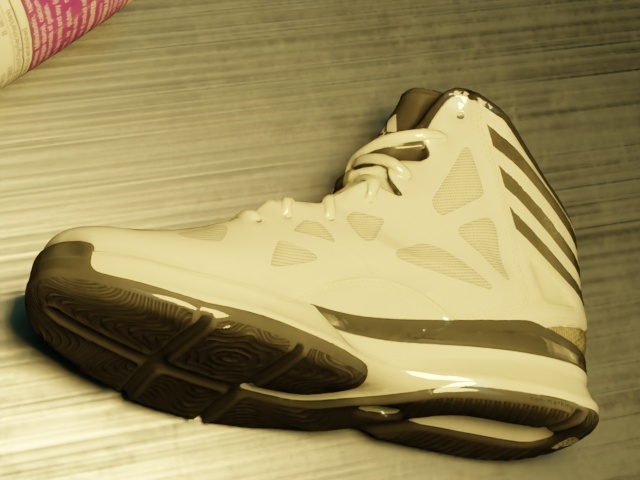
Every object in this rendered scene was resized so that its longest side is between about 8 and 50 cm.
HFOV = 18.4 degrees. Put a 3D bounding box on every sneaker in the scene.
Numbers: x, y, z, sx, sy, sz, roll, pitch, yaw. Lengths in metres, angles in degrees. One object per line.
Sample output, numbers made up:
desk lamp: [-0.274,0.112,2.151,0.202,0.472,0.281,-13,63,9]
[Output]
sneaker: [0.000,0.000,1.465,0.447,0.169,0.257,14,62,-25]

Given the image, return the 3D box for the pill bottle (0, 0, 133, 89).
pill bottle: [-0.272,-0.175,1.385,0.301,0.169,0.169,-37,90,-26]
